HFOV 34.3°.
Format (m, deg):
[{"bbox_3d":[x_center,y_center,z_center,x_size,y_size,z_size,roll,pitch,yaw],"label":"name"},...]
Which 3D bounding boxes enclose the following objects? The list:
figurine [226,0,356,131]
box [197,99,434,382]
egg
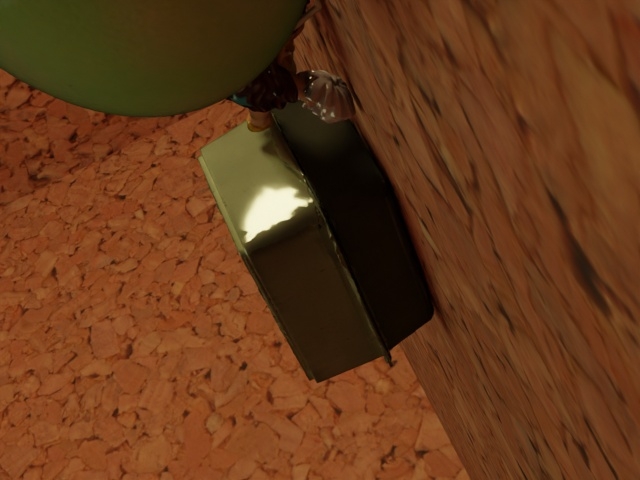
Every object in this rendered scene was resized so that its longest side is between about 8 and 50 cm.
[{"bbox_3d":[-0.053,-0.174,0.932,0.240,0.115,0.175,65,179,-76],"label":"figurine"},{"bbox_3d":[0.000,0.000,1.124,0.220,0.166,0.290,64,179,42],"label":"box"},{"bbox_3d":[-0.112,-0.185,0.537,0.270,0.220,0.220,66,178,-47],"label":"egg"}]
